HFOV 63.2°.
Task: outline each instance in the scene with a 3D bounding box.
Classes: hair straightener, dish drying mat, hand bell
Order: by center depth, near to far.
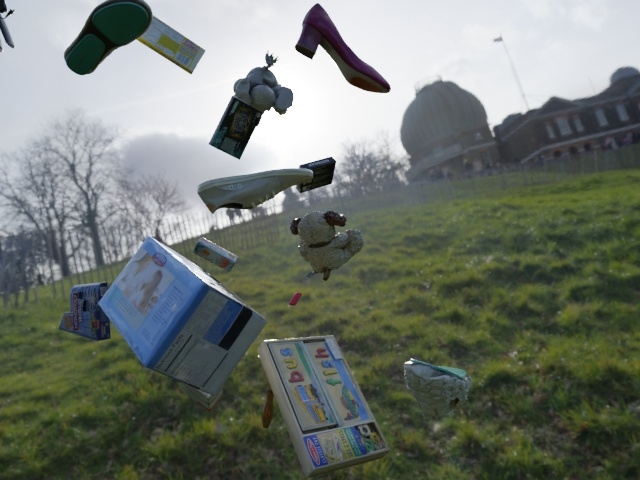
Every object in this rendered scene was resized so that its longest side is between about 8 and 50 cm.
[{"bbox_3d":[-0.994,-0.711,1.626,0.089,0.230,0.047,-14,-4,0],"label":"hair straightener"},{"bbox_3d":[-0.173,0.528,1.808,0.126,0.242,0.126,8,-1,0],"label":"hand bell"},{"bbox_3d":[-0.108,0.255,2.267,0.032,0.008,0.083,11,35,16],"label":"dish drying mat"}]

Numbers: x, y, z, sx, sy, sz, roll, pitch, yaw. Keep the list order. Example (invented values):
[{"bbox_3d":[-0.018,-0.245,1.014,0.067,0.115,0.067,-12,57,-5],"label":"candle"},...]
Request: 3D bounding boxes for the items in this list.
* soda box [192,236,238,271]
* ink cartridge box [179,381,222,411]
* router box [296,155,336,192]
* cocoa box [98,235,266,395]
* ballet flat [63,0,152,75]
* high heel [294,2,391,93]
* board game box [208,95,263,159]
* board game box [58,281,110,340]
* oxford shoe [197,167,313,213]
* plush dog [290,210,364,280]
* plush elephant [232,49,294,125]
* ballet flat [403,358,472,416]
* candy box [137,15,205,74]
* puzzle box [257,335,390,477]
[{"bbox_3d":[-0.454,0.061,2.251,0.058,0.183,0.063,-58,6,23],"label":"soda box"},{"bbox_3d":[-0.326,0.395,1.421,0.063,0.109,0.150,-48,-14,-31],"label":"ink cartridge box"},{"bbox_3d":[-0.019,-0.298,2.354,0.179,0.046,0.133,-20,-38,-29],"label":"router box"},{"bbox_3d":[-0.355,0.180,1.315,0.347,0.231,0.228,28,-10,46],"label":"cocoa box"},{"bbox_3d":[-0.662,-0.663,1.626,0.400,0.139,0.139,-22,-10,33],"label":"ballet flat"},{"bbox_3d":[0.106,-0.658,1.795,0.377,0.181,0.127,25,-8,-19],"label":"high heel"},{"bbox_3d":[-0.294,-0.390,1.807,0.126,0.186,0.026,24,7,-39],"label":"board game box"},{"bbox_3d":[-0.813,0.246,1.781,0.194,0.194,0.060,-8,-5,26],"label":"board game box"},{"bbox_3d":[-0.238,-0.190,1.980,0.449,0.130,0.169,-14,-4,-19],"label":"oxford shoe"},{"bbox_3d":[0.000,0.000,1.863,0.262,0.225,0.211,-11,29,24],"label":"plush dog"},{"bbox_3d":[-0.261,-0.633,2.308,0.271,0.255,0.330,13,-37,-11],"label":"plush elephant"},{"bbox_3d":[0.316,0.393,1.356,0.147,0.147,0.409,-19,-24,22],"label":"ballet flat"},{"bbox_3d":[-0.496,-0.651,1.728,0.206,0.105,0.027,30,-26,-19],"label":"candy box"},{"bbox_3d":[0.002,0.462,1.524,0.272,0.409,0.052,2,-47,-36],"label":"puzzle box"}]
